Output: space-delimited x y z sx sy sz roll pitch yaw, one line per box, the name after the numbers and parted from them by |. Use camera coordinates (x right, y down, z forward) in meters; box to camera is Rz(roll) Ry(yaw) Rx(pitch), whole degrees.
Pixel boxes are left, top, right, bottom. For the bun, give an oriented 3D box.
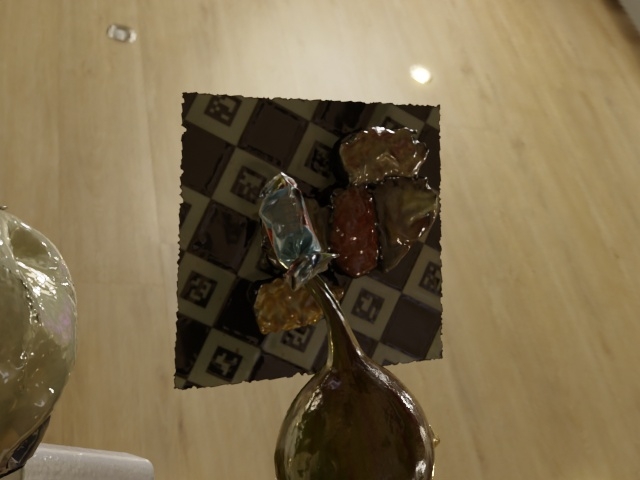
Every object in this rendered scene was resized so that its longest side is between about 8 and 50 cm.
-0.273 0.094 0.552 0.273 0.273 0.168 -26 -98 -38 | bun

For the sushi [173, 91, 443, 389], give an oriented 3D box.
0.000 0.000 0.862 0.292 0.059 0.294 -2 -85 -16 | sushi

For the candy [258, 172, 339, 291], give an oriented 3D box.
-0.012 -0.007 0.410 0.020 0.030 0.083 53 -169 -38 | candy

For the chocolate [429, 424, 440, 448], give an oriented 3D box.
0.021 0.236 0.779 0.219 0.086 0.085 -37 -108 -27 | chocolate

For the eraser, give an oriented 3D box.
-0.284 0.307 0.916 0.094 0.270 0.174 13 -102 19 | eraser

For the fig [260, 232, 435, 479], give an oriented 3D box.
0.012 0.102 0.636 0.124 0.124 0.236 -18 -83 -35 | fig
